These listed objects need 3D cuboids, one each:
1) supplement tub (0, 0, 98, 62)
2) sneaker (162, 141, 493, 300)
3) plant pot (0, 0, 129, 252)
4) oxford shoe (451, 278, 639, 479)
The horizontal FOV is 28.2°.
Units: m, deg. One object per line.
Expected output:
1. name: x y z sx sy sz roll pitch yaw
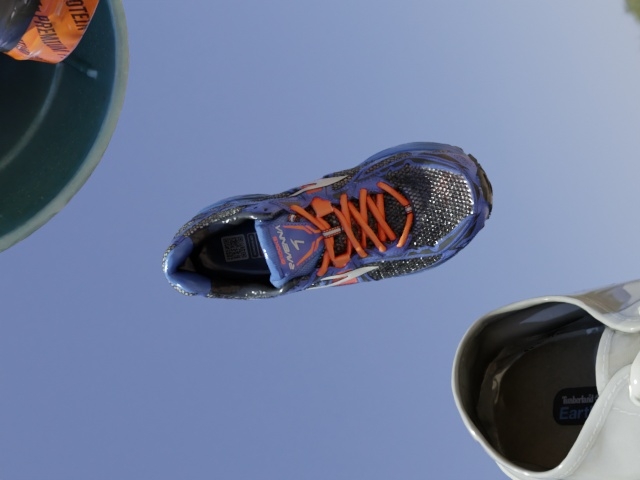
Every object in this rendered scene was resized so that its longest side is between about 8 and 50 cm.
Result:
1. supplement tub: -0.288 -0.208 0.674 0.338 0.207 0.207 9 -130 -28
2. sneaker: 0.000 0.000 0.777 0.087 0.221 0.083 -32 -77 -66
3. plant pot: -0.396 -0.192 1.123 0.334 0.341 0.341 36 177 45
4. oxford shoe: 0.260 0.076 0.776 0.130 0.449 0.169 28 -122 -39
